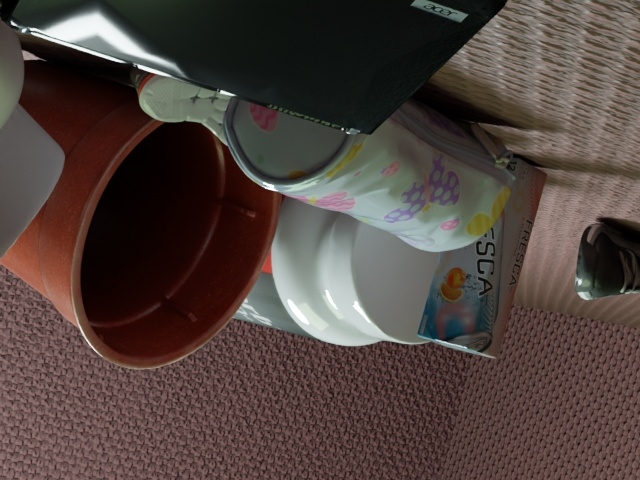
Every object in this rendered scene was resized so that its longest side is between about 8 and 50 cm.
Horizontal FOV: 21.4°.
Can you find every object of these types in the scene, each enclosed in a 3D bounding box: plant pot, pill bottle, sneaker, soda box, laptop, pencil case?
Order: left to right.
[{"bbox_3d":[-0.226,-0.048,1.672,0.265,0.272,0.272,24,-177,36],"label":"plant pot"},{"bbox_3d":[-0.102,-0.132,1.512,0.158,0.061,0.065,18,-158,-42],"label":"sneaker"},{"bbox_3d":[-0.059,-0.161,0.995,0.234,0.136,0.264,16,-158,-22],"label":"laptop"},{"bbox_3d":[0.000,0.000,1.819,0.210,0.210,0.363,17,176,-34],"label":"pill bottle"},{"bbox_3d":[0.044,-0.067,1.295,0.124,0.113,0.273,2,171,33],"label":"pencil case"},{"bbox_3d":[0.150,0.012,1.558,0.058,0.183,0.063,12,175,35],"label":"soda box"},{"bbox_3d":[0.373,0.029,1.921,0.132,0.086,0.229,8,-175,22],"label":"sneaker"}]

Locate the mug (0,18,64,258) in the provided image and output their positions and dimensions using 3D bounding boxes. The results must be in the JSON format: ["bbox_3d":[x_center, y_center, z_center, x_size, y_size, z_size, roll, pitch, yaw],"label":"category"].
[{"bbox_3d":[-0.366,-0.103,1.214,0.374,0.276,0.328,-29,114,38],"label":"mug"}]
